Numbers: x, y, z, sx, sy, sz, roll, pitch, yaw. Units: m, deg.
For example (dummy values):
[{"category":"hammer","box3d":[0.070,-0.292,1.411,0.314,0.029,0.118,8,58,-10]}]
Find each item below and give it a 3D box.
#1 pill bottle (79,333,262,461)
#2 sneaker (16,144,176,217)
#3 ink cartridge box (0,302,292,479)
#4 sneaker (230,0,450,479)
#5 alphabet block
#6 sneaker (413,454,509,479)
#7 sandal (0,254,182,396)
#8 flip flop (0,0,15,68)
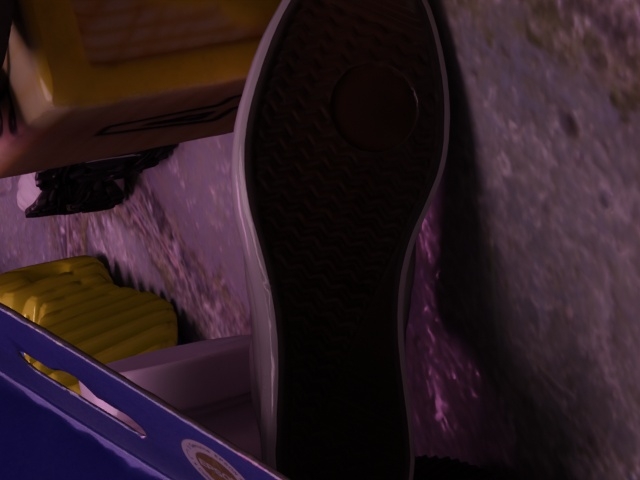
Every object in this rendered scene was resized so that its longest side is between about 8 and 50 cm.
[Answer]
[{"category":"pill bottle","box3d":[-0.067,0.201,1.169,0.153,0.153,0.265,-9,95,68]},{"category":"sneaker","box3d":[-0.181,-0.090,1.352,0.271,0.100,0.108,153,108,-67]},{"category":"ink cartridge box","box3d":[-0.108,0.163,0.938,0.324,0.071,0.330,27,155,30]},{"category":"sneaker","box3d":[0.000,0.000,0.928,0.123,0.106,0.290,-162,77,-82]},{"category":"alphabet block","box3d":[-0.104,-0.155,1.003,0.197,0.193,0.192,-25,81,67]},{"category":"sneaker","box3d":[0.102,0.199,0.858,0.131,0.112,0.319,66,166,-16]},{"category":"sandal","box3d":[-0.178,0.108,1.444,0.317,0.126,0.138,-144,41,-69]},{"category":"flip flop","box3d":[-0.222,-0.179,0.908,0.112,0.080,0.277,101,149,-44]}]
